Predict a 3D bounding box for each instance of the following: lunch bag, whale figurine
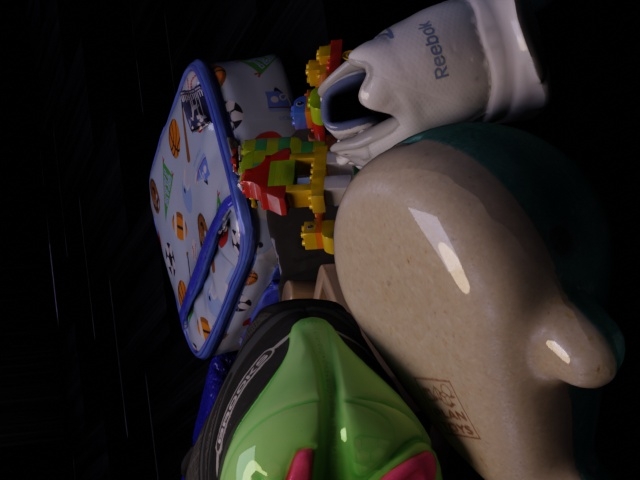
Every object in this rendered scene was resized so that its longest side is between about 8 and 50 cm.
[{"bbox_3d":[-0.085,-0.026,1.533,0.303,0.115,0.243,115,144,-58],"label":"lunch bag"},{"bbox_3d":[0.121,0.055,0.934,0.216,0.141,0.272,-6,112,61],"label":"whale figurine"}]

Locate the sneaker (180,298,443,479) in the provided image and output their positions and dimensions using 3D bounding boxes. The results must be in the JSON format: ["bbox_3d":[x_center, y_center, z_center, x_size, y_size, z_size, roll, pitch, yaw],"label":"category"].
[{"bbox_3d":[-0.012,0.240,1.084,0.202,0.185,0.483,-101,19,-50],"label":"sneaker"}]

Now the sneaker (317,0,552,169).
[{"bbox_3d":[0.055,-0.090,1.036,0.297,0.129,0.111,112,144,-72],"label":"sneaker"}]

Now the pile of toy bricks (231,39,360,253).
[{"bbox_3d":[-0.020,-0.063,1.217,0.212,0.105,0.118,-85,-11,-51],"label":"pile of toy bricks"}]

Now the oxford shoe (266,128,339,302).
[{"bbox_3d":[0.000,0.000,1.356,0.076,0.076,0.212,36,-130,-61],"label":"oxford shoe"}]

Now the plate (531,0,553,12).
[{"bbox_3d":[0.133,-0.234,0.958,0.188,0.024,0.188,175,90,-71],"label":"plate"}]

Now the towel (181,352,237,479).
[{"bbox_3d":[-0.114,0.297,1.745,0.308,0.076,0.228,107,152,-48],"label":"towel"}]

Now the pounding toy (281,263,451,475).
[{"bbox_3d":[0.037,0.098,1.214,0.206,0.094,0.181,-111,24,-48],"label":"pounding toy"}]
